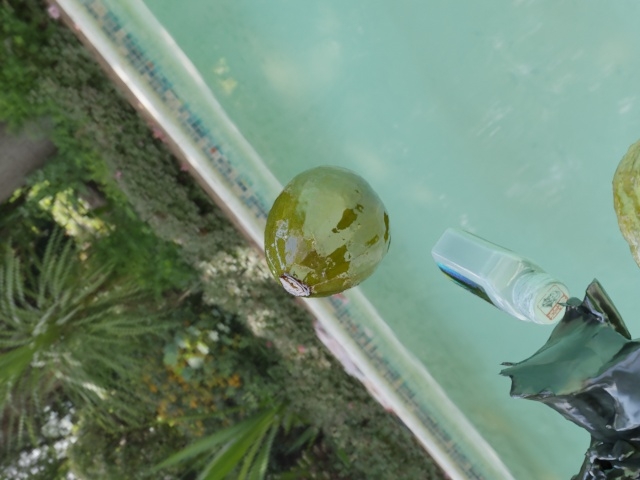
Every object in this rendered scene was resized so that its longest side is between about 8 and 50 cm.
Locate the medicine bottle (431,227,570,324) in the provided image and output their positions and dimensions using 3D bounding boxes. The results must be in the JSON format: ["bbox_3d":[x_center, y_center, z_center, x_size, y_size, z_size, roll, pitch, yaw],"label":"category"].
[{"bbox_3d":[0.262,0.055,1.090,0.121,0.083,0.229,37,180,-25],"label":"medicine bottle"}]

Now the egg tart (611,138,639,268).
[{"bbox_3d":[0.472,-0.021,0.874,0.279,0.279,0.095,46,166,19],"label":"egg tart"}]

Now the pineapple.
[{"bbox_3d":[0.168,0.123,0.330,0.237,0.119,0.111,55,168,-8],"label":"pineapple"}]

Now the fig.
[{"bbox_3d":[0.000,0.000,0.440,0.074,0.088,0.074,17,133,19],"label":"fig"}]
